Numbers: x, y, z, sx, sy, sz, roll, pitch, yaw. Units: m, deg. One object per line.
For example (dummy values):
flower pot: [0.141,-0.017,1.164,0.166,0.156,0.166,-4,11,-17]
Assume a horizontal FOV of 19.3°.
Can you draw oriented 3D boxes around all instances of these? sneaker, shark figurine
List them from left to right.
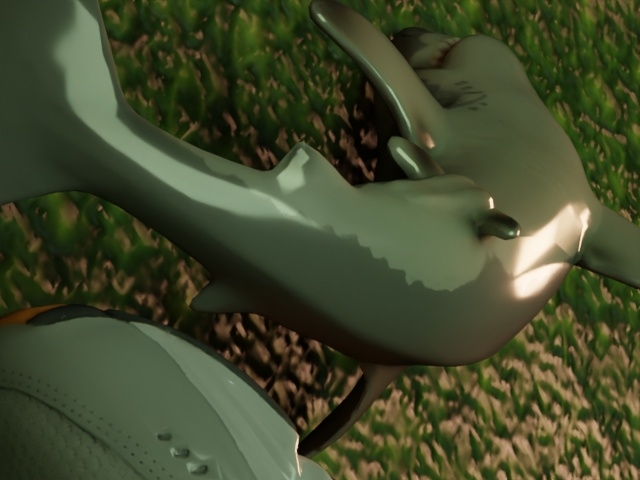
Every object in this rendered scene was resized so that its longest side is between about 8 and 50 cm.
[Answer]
sneaker: [-0.041,0.144,0.374,0.121,0.099,0.262,-12,86,-48]
shark figurine: [-0.001,0.013,0.472,0.166,0.116,0.278,47,23,20]
